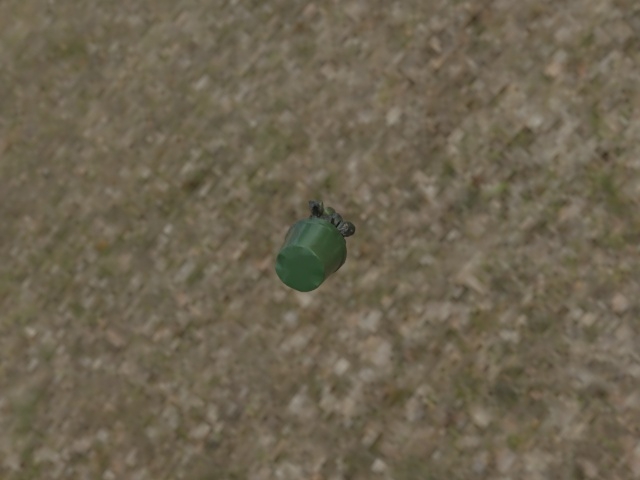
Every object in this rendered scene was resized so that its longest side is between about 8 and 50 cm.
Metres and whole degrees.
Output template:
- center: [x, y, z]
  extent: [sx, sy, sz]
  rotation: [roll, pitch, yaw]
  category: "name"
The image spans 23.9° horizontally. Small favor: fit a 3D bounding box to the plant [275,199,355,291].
- center: [0.000, 0.000, 1.188]
  extent: [0.051, 0.051, 0.102]
  rotation: [-33, 13, 31]
  category: "plant"
